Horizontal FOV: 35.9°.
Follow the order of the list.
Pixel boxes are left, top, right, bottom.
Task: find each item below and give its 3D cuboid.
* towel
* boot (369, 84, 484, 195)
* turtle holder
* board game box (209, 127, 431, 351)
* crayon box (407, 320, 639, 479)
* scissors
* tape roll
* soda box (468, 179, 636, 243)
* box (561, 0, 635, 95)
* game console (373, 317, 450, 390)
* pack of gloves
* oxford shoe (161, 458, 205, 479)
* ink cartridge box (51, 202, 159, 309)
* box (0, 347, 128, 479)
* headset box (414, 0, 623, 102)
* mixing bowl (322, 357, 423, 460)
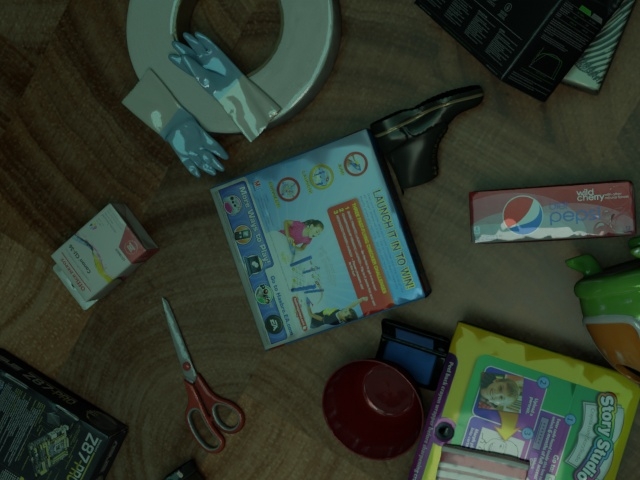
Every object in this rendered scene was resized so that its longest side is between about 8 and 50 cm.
[{"bbox_3d":[0.245,0.432,1.565,0.144,0.029,0.197,11,85,12],"label":"towel"},{"bbox_3d":[0.201,-0.173,1.686,0.198,0.077,0.137,-20,101,14],"label":"boot"},{"bbox_3d":[0.554,0.100,1.534,0.243,0.320,0.227,-18,87,46],"label":"turtle holder"},{"bbox_3d":[0.000,0.000,1.726,0.302,0.086,0.308,-19,88,14],"label":"board game box"},{"bbox_3d":[0.324,0.352,1.625,0.313,0.106,0.363,18,87,12],"label":"crayon box"},{"bbox_3d":[-0.249,0.255,1.834,0.109,0.021,0.297,-36,85,15],"label":"scissors"},{"bbox_3d":[-0.156,-0.379,1.757,0.392,0.072,0.392,1,94,14],"label":"tape roll"},{"bbox_3d":[0.381,-0.045,1.628,0.263,0.083,0.092,-4,91,15],"label":"soda box"},{"bbox_3d":[0.449,-0.382,1.589,0.113,0.094,0.275,21,98,14],"label":"box"},{"bbox_3d":[0.155,0.197,1.705,0.122,0.107,0.071,17,68,13],"label":"game console"},{"bbox_3d":[-0.217,-0.237,1.720,0.232,0.046,0.195,45,101,9],"label":"pack of gloves"},{"bbox_3d":[-0.304,0.508,1.830,0.227,0.083,0.096,-36,88,14],"label":"oxford shoe"},{"bbox_3d":[-0.416,0.035,1.843,0.198,0.067,0.115,-40,83,13],"label":"ink cartridge box"},{"bbox_3d":[-0.593,0.454,1.894,0.318,0.097,0.395,28,99,13],"label":"box"},{"bbox_3d":[0.327,-0.407,1.529,0.283,0.131,0.246,-55,49,20],"label":"headset box"},{"bbox_3d":[0.103,0.274,1.697,0.181,0.098,0.181,6,106,21],"label":"mixing bowl"}]
